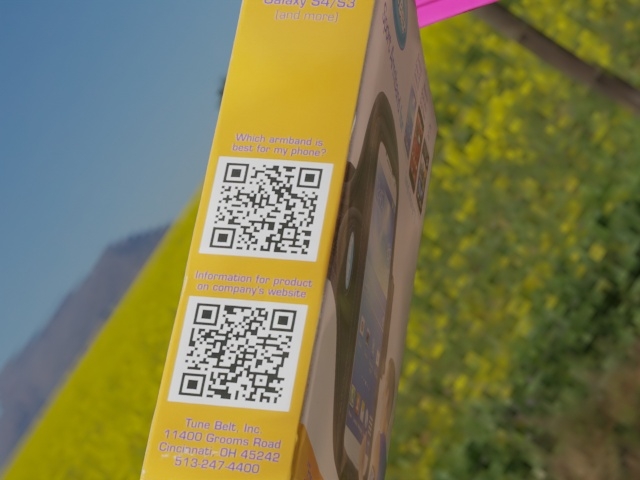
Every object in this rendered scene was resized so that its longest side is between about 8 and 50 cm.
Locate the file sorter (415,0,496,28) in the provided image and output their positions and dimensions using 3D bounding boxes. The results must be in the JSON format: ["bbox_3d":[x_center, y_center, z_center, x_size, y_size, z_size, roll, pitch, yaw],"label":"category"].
[{"bbox_3d":[0.063,-0.234,0.483,0.202,0.290,0.182,-18,15,19],"label":"file sorter"}]

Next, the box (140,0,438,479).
[{"bbox_3d":[0.000,0.000,0.366,0.081,0.028,0.136,74,-155,-59],"label":"box"}]
